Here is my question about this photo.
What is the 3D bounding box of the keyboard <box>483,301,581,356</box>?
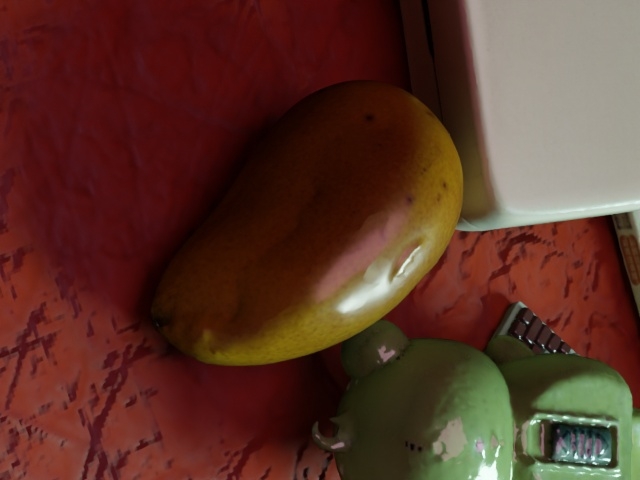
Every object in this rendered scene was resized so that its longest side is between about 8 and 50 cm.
[{"bbox_3d":[0.081,0.110,0.888,0.055,0.017,0.166,44,62,-23],"label":"keyboard"}]

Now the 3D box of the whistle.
[{"bbox_3d":[0.096,0.096,0.840,0.227,0.085,0.105,7,78,-29],"label":"whistle"}]

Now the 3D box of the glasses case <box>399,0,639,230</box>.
[{"bbox_3d":[0.107,-0.177,0.886,0.144,0.076,0.336,-6,88,-21],"label":"glasses case"}]

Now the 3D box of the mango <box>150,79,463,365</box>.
[{"bbox_3d":[0.002,0.001,0.799,0.159,0.105,0.084,-52,140,-15],"label":"mango"}]

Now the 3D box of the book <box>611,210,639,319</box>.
[{"bbox_3d":[0.229,-0.069,1.010,0.202,0.027,0.264,-19,96,-34],"label":"book"}]
